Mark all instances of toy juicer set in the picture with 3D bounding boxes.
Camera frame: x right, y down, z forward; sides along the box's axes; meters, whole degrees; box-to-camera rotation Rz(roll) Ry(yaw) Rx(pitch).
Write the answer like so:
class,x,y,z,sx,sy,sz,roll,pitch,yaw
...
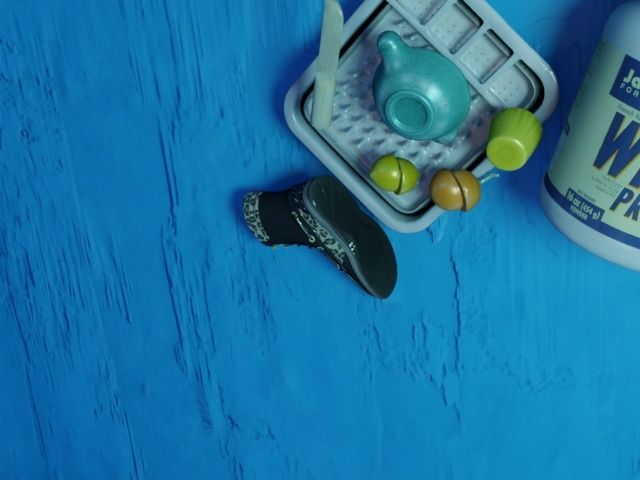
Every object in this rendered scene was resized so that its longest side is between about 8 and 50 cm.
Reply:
class,x,y,z,sx,sy,sz,roll,pitch,yaw
toy juicer set,0.112,-0.167,1.241,0.329,0.089,0.209,34,135,-3

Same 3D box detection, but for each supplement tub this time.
class,x,y,z,sx,sy,sz,roll,pitch,yaw
supplement tub,0.421,-0.146,1.103,0.235,0.235,0.325,23,119,13

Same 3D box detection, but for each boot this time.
class,x,y,z,sx,sy,sz,roll,pitch,yaw
boot,0.000,-0.002,1.441,0.178,0.085,0.236,-4,134,45

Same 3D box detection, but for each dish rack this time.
class,x,y,z,sx,sy,sz,roll,pitch,yaw
dish rack,0.137,-0.201,1.298,0.285,0.072,0.333,45,121,-1
